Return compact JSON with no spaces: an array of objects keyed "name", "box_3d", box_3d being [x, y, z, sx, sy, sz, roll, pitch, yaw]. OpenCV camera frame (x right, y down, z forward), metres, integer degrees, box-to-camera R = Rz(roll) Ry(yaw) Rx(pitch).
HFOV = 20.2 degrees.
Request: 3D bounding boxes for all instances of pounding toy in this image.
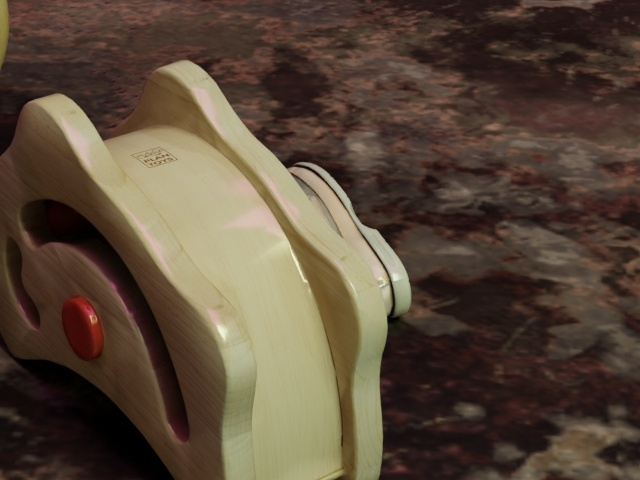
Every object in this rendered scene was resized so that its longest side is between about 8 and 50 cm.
[{"name":"pounding toy","box_3d":[-0.106,0.020,0.761,0.155,0.154,0.269,-19,54,-32]}]

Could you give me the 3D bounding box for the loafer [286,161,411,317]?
[{"name":"loafer","box_3d":[0.000,0.000,0.890,0.039,0.045,0.125,-18,37,-20]}]
